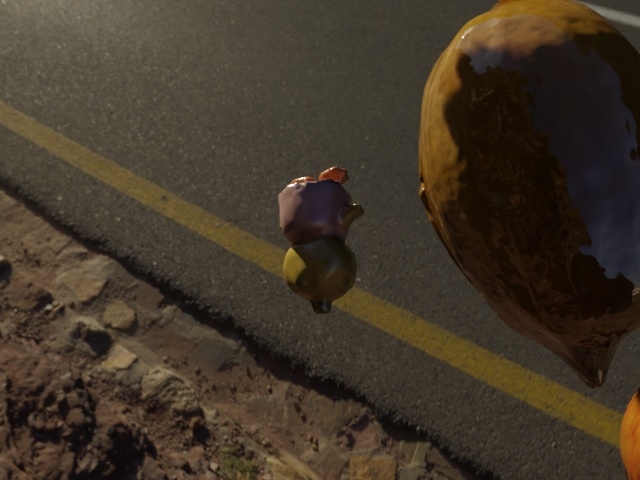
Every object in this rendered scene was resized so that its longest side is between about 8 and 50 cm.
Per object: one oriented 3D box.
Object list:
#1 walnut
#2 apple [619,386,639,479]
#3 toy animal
[{"bbox_3d":[0.193,-0.038,0.488,0.209,0.209,0.336,-11,86,-3],"label":"walnut"},{"bbox_3d":[0.248,0.133,0.324,0.146,0.146,0.146,-3,49,3],"label":"apple"},{"bbox_3d":[-0.002,0.002,1.101,0.195,0.169,0.281,-12,82,33],"label":"toy animal"}]
